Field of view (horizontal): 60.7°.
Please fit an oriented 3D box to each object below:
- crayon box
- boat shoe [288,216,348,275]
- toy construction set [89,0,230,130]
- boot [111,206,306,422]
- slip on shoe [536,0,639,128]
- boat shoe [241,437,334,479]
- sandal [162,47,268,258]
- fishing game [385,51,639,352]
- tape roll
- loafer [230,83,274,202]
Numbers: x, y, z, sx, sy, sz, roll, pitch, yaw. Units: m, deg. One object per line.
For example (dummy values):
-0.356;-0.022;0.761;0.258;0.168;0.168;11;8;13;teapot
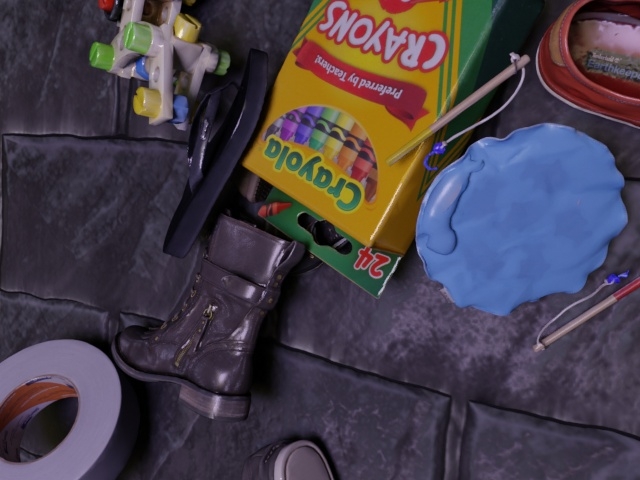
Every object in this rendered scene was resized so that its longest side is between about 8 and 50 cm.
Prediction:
0.046;-0.127;0.547;0.202;0.081;0.319;33;102;34;crayon box
-0.001;-0.002;0.629;0.133;0.042;0.049;-35;81;23;boat shoe
-0.161;-0.301;0.628;0.215;0.151;0.328;31;97;45;toy construction set
-0.139;0.071;0.667;0.262;0.091;0.229;14;89;37;boot
0.341;-0.126;0.439;0.331;0.101;0.123;23;99;20;slip on shoe
-0.006;0.395;0.619;0.095;0.112;0.335;-27;75;40;boat shoe
-0.126;-0.093;0.601;0.054;0.097;0.255;23;107;-22;sandal
0.176;-0.014;0.492;0.189;0.041;0.264;-40;111;16;fishing game
-0.353;0.242;0.711;0.219;0.072;0.219;-3;51;4;tape roll
-0.072;-0.119;0.647;0.050;0.056;0.148;23;101;15;loafer
